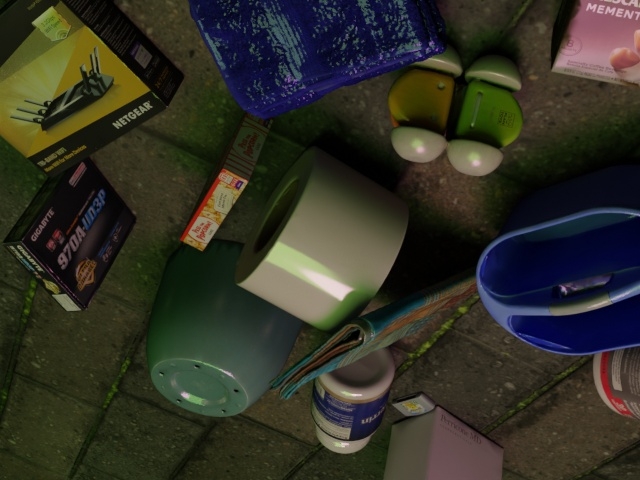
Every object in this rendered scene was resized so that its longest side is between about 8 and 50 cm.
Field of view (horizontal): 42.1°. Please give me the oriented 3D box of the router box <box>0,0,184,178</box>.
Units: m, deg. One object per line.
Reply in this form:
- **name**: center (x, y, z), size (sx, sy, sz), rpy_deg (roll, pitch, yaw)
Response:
- **router box**: center (-0.400, -0.249, 1.266), size (0.309, 0.081, 0.243), rpy_deg (-23, 125, 36)

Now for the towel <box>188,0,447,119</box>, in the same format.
- **towel**: center (-0.015, -0.288, 1.069), size (0.308, 0.076, 0.227), rpy_deg (-15, 118, 31)

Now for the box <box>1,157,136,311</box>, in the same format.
- **box**: center (-0.421, -0.015, 1.424), size (0.051, 0.220, 0.175), rpy_deg (-7, 133, 29)

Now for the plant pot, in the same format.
- **plant pot**: center (-0.188, 0.182, 1.551), size (0.293, 0.235, 0.293), rpy_deg (9, 138, 8)

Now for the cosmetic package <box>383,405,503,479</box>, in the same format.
- **cosmetic package**: center (0.242, 0.569, 1.716), size (0.217, 0.385, 0.156), rpy_deg (34, 137, -21)

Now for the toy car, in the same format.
- **toy car**: center (0.179, -0.170, 1.130), size (0.182, 0.159, 0.136), rpy_deg (14, 173, 4)

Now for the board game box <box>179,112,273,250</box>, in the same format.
- **board game box**: center (-0.147, -0.094, 1.302), size (0.045, 0.146, 0.193), rpy_deg (27, 137, -12)

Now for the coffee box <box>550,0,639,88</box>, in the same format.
- **coffee box**: center (0.410, -0.255, 0.972), size (0.247, 0.098, 0.141), rpy_deg (13, 139, 5)

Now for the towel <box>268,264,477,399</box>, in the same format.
- **towel**: center (0.120, 0.138, 1.349), size (0.271, 0.370, 0.040), rpy_deg (-43, 72, 46)

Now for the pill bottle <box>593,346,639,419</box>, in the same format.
- **pill bottle**: center (0.585, 0.210, 1.266), size (0.176, 0.176, 0.318), rpy_deg (33, 168, -18)

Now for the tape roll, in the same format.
- **tape roll**: center (0.000, 0.000, 1.280), size (0.169, 0.246, 0.246), rpy_deg (29, 137, -14)

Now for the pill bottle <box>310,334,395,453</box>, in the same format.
- **pill bottle**: center (0.058, 0.312, 1.672), size (0.153, 0.153, 0.264), rpy_deg (13, 139, 5)

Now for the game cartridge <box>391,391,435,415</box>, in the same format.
- **game cartridge**: center (0.199, 0.350, 1.769), size (0.083, 0.017, 0.056), rpy_deg (-26, 127, 38)

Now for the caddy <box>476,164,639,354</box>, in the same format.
- **caddy**: center (0.394, 0.044, 1.202), size (0.341, 0.179, 0.241), rpy_deg (-20, 114, 42)
